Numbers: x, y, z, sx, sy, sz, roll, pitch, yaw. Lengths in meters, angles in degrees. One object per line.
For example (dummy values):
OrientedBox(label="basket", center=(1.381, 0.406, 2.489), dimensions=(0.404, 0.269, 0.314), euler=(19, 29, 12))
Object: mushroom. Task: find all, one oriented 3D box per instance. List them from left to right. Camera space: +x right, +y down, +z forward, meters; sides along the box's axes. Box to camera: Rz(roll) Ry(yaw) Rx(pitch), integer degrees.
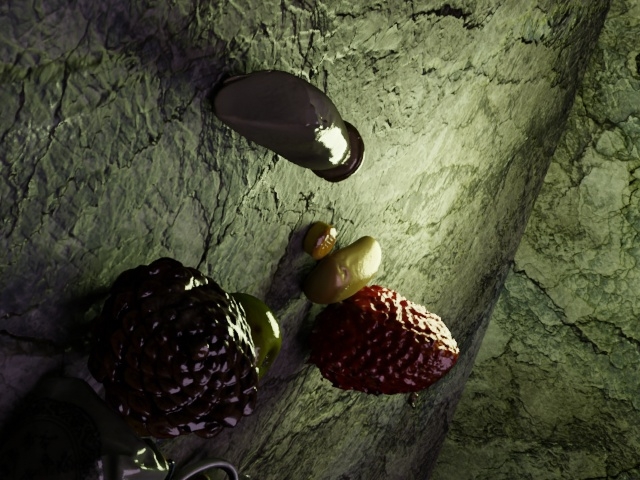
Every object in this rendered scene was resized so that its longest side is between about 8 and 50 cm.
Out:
OrientedBox(label="mushroom", center=(-0.025, -0.202, 1.543), dimensions=(0.407, 0.154, 0.137), euler=(15, 62, -66))

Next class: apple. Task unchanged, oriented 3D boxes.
OrientedBox(label="apple", center=(-0.167, 0.199, 1.686), dimensions=(0.196, 0.157, 0.196), euler=(-52, 161, -26))

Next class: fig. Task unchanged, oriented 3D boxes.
OrientedBox(label="fig", center=(-0.337, 0.335, 1.623), dimensions=(0.098, 0.082, 0.084), euler=(-35, -172, 30))

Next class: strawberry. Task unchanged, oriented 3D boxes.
OrientedBox(label="strawberry", center=(0.143, 0.266, 2.099), dimensions=(0.292, 0.343, 0.292), euler=(-42, 151, -29))

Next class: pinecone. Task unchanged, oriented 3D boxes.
OrientedBox(label="pinecone", center=(-0.237, 0.177, 1.405), dimensions=(0.242, 0.298, 0.296), euler=(-37, -175, 1))

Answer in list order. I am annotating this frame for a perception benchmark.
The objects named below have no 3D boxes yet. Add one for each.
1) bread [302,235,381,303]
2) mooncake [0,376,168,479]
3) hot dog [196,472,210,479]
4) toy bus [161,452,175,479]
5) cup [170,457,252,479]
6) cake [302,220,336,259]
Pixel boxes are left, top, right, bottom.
OrientedBox(label="bread", center=(0.059, 0.076, 2.005), dimensions=(0.217, 0.098, 0.147), euler=(-27, 165, -45))
OrientedBox(label="mooncake", center=(-0.390, 0.367, 1.342), dimensions=(0.254, 0.250, 0.136), euler=(-60, 148, 3))
OrientedBox(label="hot dog", center=(-0.280, 0.579, 2.006), dimensions=(0.034, 0.030, 0.090), euler=(-20, 132, -51))
OrientedBox(label="toy bus", center=(-0.375, 0.431, 1.590), dimensions=(0.201, 0.114, 0.098), euler=(11, 106, -57))
OrientedBox(label="cup", center=(-0.235, 0.629, 1.920), dimensions=(0.257, 0.219, 0.290), euler=(-15, 97, -25))
OrientedBox(label="cake", center=(0.000, 0.000, 1.908), dimensions=(0.084, 0.044, 0.084), euler=(-40, 147, -32))
